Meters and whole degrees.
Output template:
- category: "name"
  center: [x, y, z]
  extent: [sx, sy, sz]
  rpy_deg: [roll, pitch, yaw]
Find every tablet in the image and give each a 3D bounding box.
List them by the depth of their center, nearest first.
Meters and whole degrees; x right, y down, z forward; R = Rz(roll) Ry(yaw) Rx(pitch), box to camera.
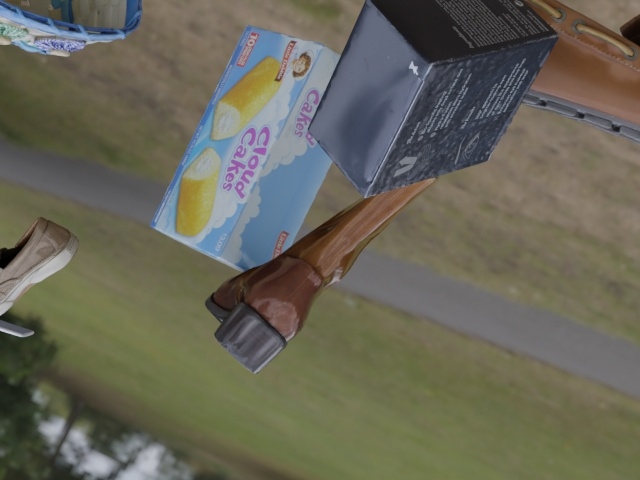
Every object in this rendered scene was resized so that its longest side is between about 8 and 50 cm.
- category: "tablet"
  center: [-0.369, 0.094, 1.746]
  extent: [0.083, 0.006, 0.054]
  rpy_deg: [18, -178, 3]

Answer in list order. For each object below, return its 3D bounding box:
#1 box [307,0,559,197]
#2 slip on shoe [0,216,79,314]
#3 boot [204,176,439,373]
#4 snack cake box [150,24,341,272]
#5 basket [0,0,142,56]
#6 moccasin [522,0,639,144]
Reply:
- category: "box"
  center: [0.095, -0.135, 1.326]
  extent: [0.093, 0.158, 0.156]
  rpy_deg: [51, 137, 25]
- category: "slip on shoe"
  center: [-0.266, 0.025, 1.324]
  extent: [0.135, 0.051, 0.041]
  rpy_deg: [-31, 122, 32]
- category: "boot"
  center: [0.000, 0.000, 1.631]
  extent: [0.096, 0.280, 0.264]
  rpy_deg: [43, -179, 0]
- category: "snack cake box"
  center: [-0.069, -0.100, 1.754]
  extent: [0.089, 0.264, 0.152]
  rpy_deg: [28, 176, -39]
- category: "basket"
  center: [-0.275, -0.312, 1.624]
  extent: [0.255, 0.201, 0.289]
  rpy_deg: [6, 154, -40]
- category: "moccasin"
  center: [0.309, -0.167, 1.473]
  extent: [0.380, 0.147, 0.139]
  rpy_deg: [18, -175, -4]
